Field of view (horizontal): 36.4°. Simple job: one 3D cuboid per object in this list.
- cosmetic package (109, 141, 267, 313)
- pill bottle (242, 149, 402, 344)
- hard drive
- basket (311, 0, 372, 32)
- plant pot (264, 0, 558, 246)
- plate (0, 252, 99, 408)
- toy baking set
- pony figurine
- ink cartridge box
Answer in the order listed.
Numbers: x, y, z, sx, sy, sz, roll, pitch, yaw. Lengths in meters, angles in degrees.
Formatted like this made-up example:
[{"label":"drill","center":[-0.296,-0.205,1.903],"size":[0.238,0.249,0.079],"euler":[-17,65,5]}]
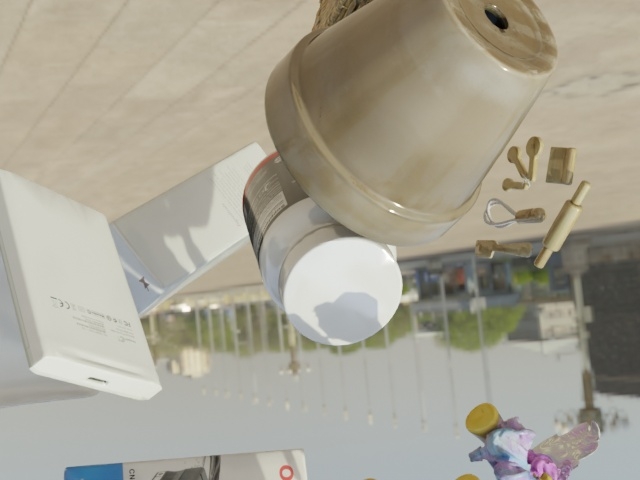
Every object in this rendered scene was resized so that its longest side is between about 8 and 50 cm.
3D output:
[{"label":"cosmetic package","center":[-0.271,-0.010,1.956],"size":[0.230,0.161,0.453],"euler":[-38,180,40]},{"label":"pill bottle","center":[0.000,0.000,1.509],"size":[0.210,0.210,0.363],"euler":[-5,-155,-10]},{"label":"hard drive","center":[-0.329,0.058,1.292],"size":[0.040,0.308,0.203],"euler":[-38,144,17]},{"label":"basket","center":[0.121,-0.372,1.576],"size":[0.213,0.223,0.299],"euler":[24,141,-10]},{"label":"plant pot","center":[0.134,-0.199,1.236],"size":[0.323,0.323,0.280],"euler":[-3,151,-40]},{"label":"plate","center":[-0.500,0.133,1.607],"size":[0.278,0.277,0.045],"euler":[-2,177,-41]},{"label":"toy baking set","center":[0.348,-0.053,1.611],"size":[0.030,0.256,0.197],"euler":[8,-154,-30]},{"label":"pony figurine","center":[0.256,0.379,1.291],"size":[0.351,0.363,0.303],"euler":[-34,-145,4]},{"label":"ink cartridge box","center":[-0.210,0.505,1.580],"size":[0.394,0.286,0.166],"euler":[-2,155,-13]}]
